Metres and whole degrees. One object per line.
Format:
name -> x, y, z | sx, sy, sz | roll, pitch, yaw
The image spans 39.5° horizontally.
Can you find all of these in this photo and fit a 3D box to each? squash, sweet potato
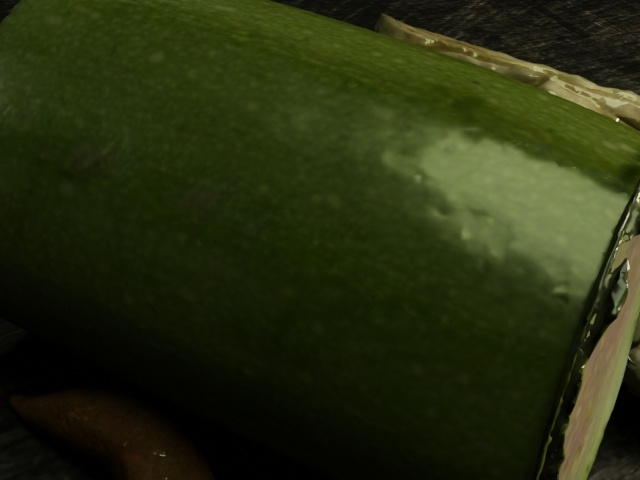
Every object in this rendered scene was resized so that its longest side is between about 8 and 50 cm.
squash -> 0.000, 0.000, 0.546 | 0.384, 0.263, 0.263 | 22, 36, 21
sweet potato -> -0.082, 0.151, 0.507 | 0.281, 0.067, 0.059 | 38, 21, 34

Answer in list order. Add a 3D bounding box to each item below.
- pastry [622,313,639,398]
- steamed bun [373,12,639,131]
pastry -> 0.291, 0.071, 0.686 | 0.165, 0.088, 0.166 | 3, 68, -9
steamed bun -> 0.218, -0.069, 0.841 | 0.428, 0.189, 0.247 | 19, 11, 6
